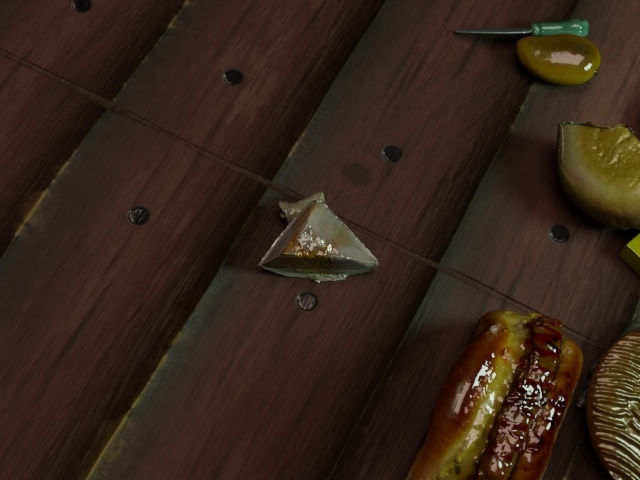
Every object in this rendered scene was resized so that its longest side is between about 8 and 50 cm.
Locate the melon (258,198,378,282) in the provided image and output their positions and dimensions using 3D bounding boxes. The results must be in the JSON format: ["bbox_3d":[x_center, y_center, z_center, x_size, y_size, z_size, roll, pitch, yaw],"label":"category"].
[{"bbox_3d":[0.000,-0.003,1.809,0.202,0.093,0.140,3,79,-7],"label":"melon"}]

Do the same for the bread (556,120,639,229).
[{"bbox_3d":[0.513,-0.105,1.889,0.156,0.158,0.261,-37,62,6],"label":"bread"}]

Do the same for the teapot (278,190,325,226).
[{"bbox_3d":[-0.030,-0.048,1.869,0.083,0.057,0.067,-9,94,-2],"label":"teapot"}]

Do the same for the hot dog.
[{"bbox_3d":[0.271,0.268,1.642,0.185,0.223,0.405,23,64,10],"label":"hot dog"}]

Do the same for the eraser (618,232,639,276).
[{"bbox_3d":[0.602,0.016,1.885,0.122,0.045,0.097,-39,73,-21],"label":"eraser"}]

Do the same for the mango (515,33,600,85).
[{"bbox_3d":[0.448,-0.346,2.033,0.160,0.076,0.103,12,71,4],"label":"mango"}]

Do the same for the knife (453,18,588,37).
[{"bbox_3d":[0.389,-0.402,2.069,0.260,0.035,0.063,-4,21,-3],"label":"knife"}]

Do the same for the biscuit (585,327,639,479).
[{"bbox_3d":[0.574,0.287,1.720,0.317,0.040,0.318,3,73,-11],"label":"biscuit"}]

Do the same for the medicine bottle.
[{"bbox_3d":[0.487,0.207,1.777,0.057,0.058,0.199,42,70,15],"label":"medicine bottle"}]
